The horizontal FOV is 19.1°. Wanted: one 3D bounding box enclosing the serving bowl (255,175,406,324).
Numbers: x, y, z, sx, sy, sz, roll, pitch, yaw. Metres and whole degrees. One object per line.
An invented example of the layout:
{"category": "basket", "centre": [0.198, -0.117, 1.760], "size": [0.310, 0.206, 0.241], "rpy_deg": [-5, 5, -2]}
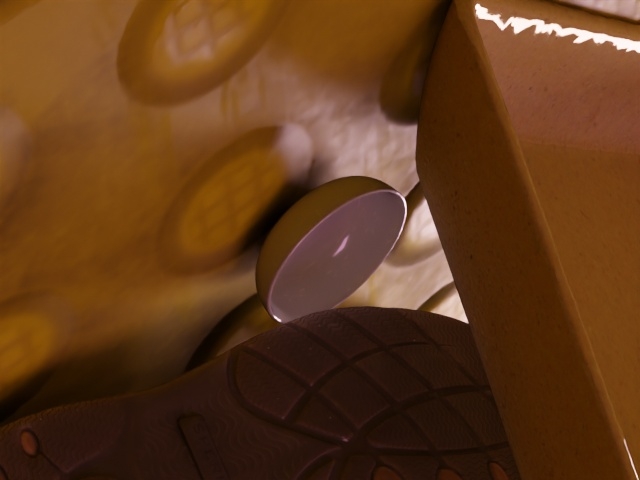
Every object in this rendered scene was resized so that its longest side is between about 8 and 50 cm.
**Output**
{"category": "serving bowl", "centre": [0.000, 0.000, 0.886], "size": [0.083, 0.027, 0.083], "rpy_deg": [-35, 153, -21]}

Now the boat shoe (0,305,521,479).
{"category": "boat shoe", "centre": [-0.035, 0.114, 0.890], "size": [0.324, 0.123, 0.116], "rpy_deg": [-8, 157, -28]}

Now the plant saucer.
{"category": "plant saucer", "centre": [0.171, 0.055, 0.947], "size": [0.081, 0.333, 0.333], "rpy_deg": [-26, 165, 31]}
